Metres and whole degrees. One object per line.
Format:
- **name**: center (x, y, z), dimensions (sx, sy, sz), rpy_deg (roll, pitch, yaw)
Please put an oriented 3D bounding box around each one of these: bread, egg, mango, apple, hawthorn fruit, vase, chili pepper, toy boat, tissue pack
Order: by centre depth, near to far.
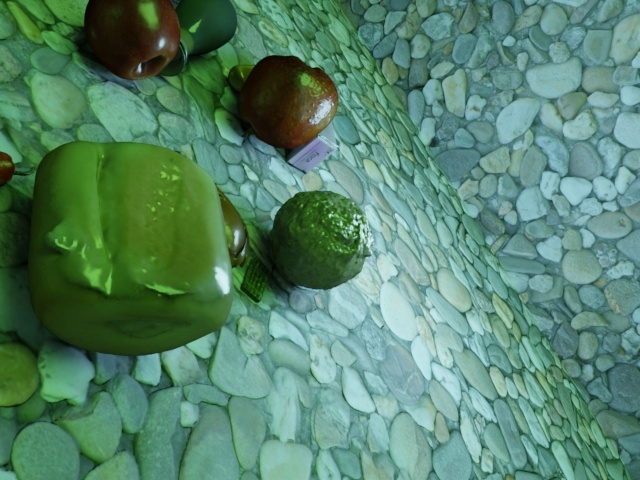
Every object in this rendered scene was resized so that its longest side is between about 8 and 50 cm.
- **chili pepper**: center (-0.599, -0.120, 1.080), dimensions (0.071, 0.063, 0.272), rpy_deg (52, 30, 17)
- **bread**: center (-0.333, 0.009, 1.135), dimensions (0.348, 0.253, 0.375), rpy_deg (9, 51, -33)
- **mango**: center (-0.266, -0.051, 1.406), dimensions (0.201, 0.153, 0.287), rpy_deg (-16, 74, -56)
- **apple**: center (-0.442, -0.496, 1.518), dimensions (0.201, 0.218, 0.218), rpy_deg (61, 30, 5)
- **toy boat**: center (-0.156, 0.095, 1.561), dimensions (0.063, 0.016, 0.115), rpy_deg (44, 31, -21)
- **egg**: center (0.000, 0.000, 1.630), dimensions (0.279, 0.279, 0.310), rpy_deg (49, 0, -13)
- **vase**: center (-0.360, -0.569, 1.776), dimensions (0.173, 0.173, 0.321), rpy_deg (46, 35, -18)
- **hawthorn fruit**: center (-0.109, -0.391, 1.855), dimensions (0.275, 0.300, 0.275), rpy_deg (49, 1, -1)
- **bread**: center (-0.205, -0.507, 2.023), dimensions (0.239, 0.074, 0.092), rpy_deg (-27, 100, -59)
- **tissue pack**: center (-0.039, -0.353, 2.041), dimensions (0.093, 0.149, 0.246), rpy_deg (28, 40, -38)
